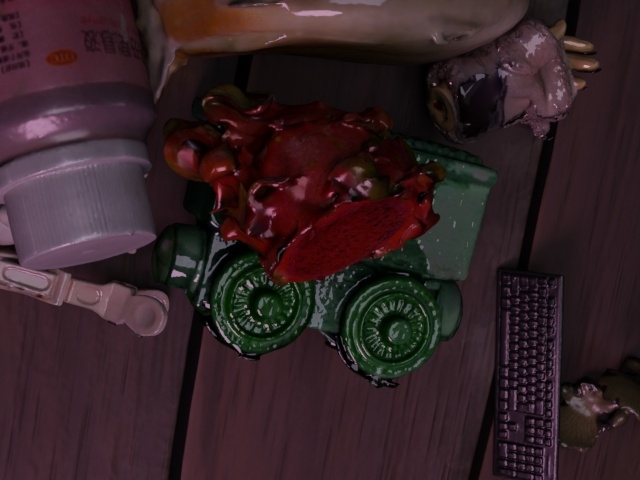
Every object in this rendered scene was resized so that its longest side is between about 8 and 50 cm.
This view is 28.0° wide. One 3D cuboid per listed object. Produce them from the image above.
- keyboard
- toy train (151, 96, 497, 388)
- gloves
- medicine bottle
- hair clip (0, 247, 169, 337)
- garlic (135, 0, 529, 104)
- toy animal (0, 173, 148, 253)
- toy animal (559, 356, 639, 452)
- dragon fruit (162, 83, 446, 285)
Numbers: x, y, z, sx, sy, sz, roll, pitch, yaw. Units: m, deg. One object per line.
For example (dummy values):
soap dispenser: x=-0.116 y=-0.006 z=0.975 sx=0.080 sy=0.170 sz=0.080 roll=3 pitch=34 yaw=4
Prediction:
keyboard: x=0.190 y=0.126 z=1.172 sx=0.067 sy=0.011 sz=0.202 roll=6 pitch=105 yaw=28
toy train: x=0.000 y=0.000 z=1.044 sx=0.266 sy=0.145 sz=0.202 roll=11 pitch=96 yaw=-18
gloves: x=0.154 y=-0.136 z=1.079 sx=0.144 sy=0.094 sz=0.110 roll=-5 pitch=109 yaw=-31
medicine bottle: x=-0.194 y=-0.109 z=0.930 sx=0.147 sy=0.147 sz=0.247 roll=-13 pitch=83 yaw=-12
hair clip: x=-0.225 y=0.032 z=1.028 sx=0.226 sy=0.072 sz=0.034 roll=18 pitch=94 yaw=-17
garlic: x=0.001 y=-0.240 z=0.973 sx=0.313 sy=0.286 sz=0.249 roll=-12 pitch=144 yaw=-7
toy animal: x=-0.208 y=-0.028 z=1.020 sx=0.124 sy=0.085 sz=0.071 roll=6 pitch=84 yaw=-22
toy animal: x=0.335 y=0.161 z=1.173 sx=0.186 sy=0.214 sz=0.094 roll=-17 pitch=119 yaw=-42
dragon fruit: x=-0.019 y=-0.042 z=0.896 sx=0.207 sy=0.150 sz=0.133 roll=21 pitch=141 yaw=9
